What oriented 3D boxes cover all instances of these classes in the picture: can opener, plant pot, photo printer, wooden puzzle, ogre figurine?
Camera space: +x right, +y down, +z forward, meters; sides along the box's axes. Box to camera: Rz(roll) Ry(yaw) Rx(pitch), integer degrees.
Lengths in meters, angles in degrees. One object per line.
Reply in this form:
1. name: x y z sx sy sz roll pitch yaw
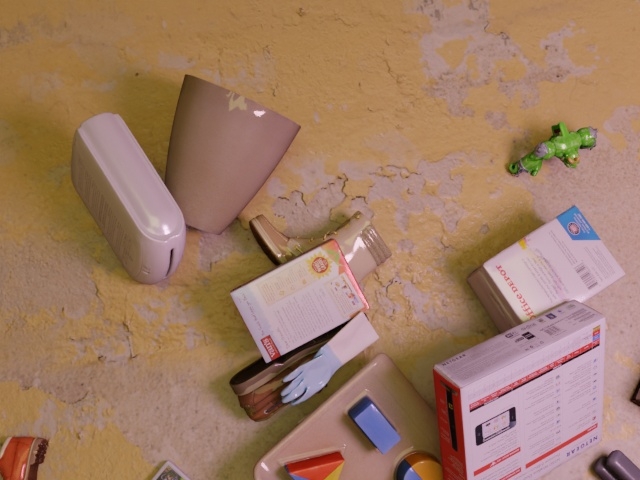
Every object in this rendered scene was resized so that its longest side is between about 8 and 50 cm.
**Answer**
1. can opener: 0.679 0.522 1.500 0.283 0.076 0.095 45 47 8
2. plant pot: -0.209 -0.160 1.544 0.256 0.256 0.274 23 93 3
3. photo printer: -0.378 -0.065 1.496 0.107 0.256 0.308 -29 78 -28
4. wooden puzzle: 0.097 0.443 1.437 0.348 0.080 0.322 -41 100 -11
5. ogre figurine: 0.512 -0.197 1.622 0.197 0.118 0.097 -1 77 -1

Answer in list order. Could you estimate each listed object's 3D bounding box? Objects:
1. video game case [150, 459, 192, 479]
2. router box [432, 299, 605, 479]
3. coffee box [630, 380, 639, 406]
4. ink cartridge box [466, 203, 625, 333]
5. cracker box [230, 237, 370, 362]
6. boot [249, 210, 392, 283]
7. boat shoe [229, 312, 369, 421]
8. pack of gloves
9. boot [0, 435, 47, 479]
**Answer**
1. video game case: -0.284 0.560 1.472 0.190 0.022 0.173 39 79 8
2. router box: 0.375 0.308 1.394 0.335 0.082 0.301 -20 119 -22
3. coffee box: 0.787 0.239 1.531 0.168 0.119 0.297 31 78 4
4. ink cartridge box: 0.448 0.075 1.532 0.232 0.168 0.171 -30 79 -8
5. cracker box: -0.041 0.116 1.480 0.232 0.067 0.156 -27 94 -5
6. boot: 0.000 0.000 1.568 0.203 0.095 0.262 -44 88 -9
7. boat shoe: -0.027 0.253 1.517 0.307 0.111 0.104 -28 103 -5
8. pack of gloves: 0.044 0.281 1.474 0.232 0.046 0.195 -39 126 -10
9. boot: -0.597 0.460 1.469 0.084 0.059 0.158 8 69 3
